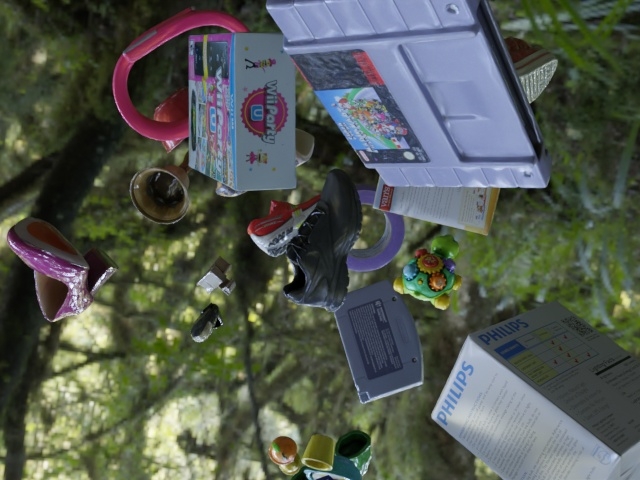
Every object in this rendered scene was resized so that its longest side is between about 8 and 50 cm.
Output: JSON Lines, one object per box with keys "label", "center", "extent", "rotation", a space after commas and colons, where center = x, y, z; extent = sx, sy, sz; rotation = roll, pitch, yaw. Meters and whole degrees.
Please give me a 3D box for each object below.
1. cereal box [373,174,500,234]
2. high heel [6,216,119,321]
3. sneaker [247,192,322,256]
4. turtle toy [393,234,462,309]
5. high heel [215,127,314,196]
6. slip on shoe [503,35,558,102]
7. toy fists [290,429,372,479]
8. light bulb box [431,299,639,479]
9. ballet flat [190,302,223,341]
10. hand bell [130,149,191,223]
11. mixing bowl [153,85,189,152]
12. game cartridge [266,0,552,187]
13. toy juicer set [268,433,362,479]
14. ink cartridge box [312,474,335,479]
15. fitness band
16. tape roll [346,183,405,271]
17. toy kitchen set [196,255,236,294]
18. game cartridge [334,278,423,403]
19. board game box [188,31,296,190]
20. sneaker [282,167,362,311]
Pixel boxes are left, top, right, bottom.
{"label": "cereal box", "center": [0.239, -0.122, 1.825], "extent": [0.240, 0.173, 0.047], "rotation": [15, -169, 11]}
{"label": "high heel", "center": [-0.512, 0.076, 1.694], "extent": [0.127, 0.181, 0.377], "rotation": [46, 180, 19]}
{"label": "sneaker", "center": [-0.070, -0.071, 2.319], "extent": [0.118, 0.107, 0.279], "rotation": [39, -132, 22]}
{"label": "turtle toy", "center": [0.177, 0.044, 1.439], "extent": [0.095, 0.066, 0.130], "rotation": [21, -132, 21]}
{"label": "high heel", "center": [-0.132, -0.184, 2.152], "extent": [0.186, 0.093, 0.261], "rotation": [-26, -174, 36]}
{"label": "slip on shoe", "center": [0.228, -0.231, 1.321], "extent": [0.101, 0.123, 0.331], "rotation": [38, -141, 21]}
{"label": "toy fists", "center": [0.021, 0.598, 2.319], "extent": [0.096, 0.142, 0.279], "rotation": [32, -132, 34]}
{"label": "light bulb box", "center": [0.489, 0.339, 1.850], "extent": [0.358, 0.225, 0.361], "rotation": [-13, -138, -46]}
{"label": "ballet flat", "center": [-0.201, 0.153, 1.672], "extent": [0.049, 0.057, 0.173], "rotation": [48, -173, -7]}
{"label": "hand bell", "center": [-0.291, -0.147, 1.909], "extent": [0.126, 0.126, 0.242], "rotation": [13, -148, 9]}
{"label": "mixing bowl", "center": [-0.335, -0.306, 2.203], "extent": [0.098, 0.181, 0.181], "rotation": [48, -177, -12]}
{"label": "game cartridge", "center": [0.110, -0.169, 1.040], "extent": [0.230, 0.068, 0.355], "rotation": [-2, 149, 28]}
{"label": "toy juicer set", "center": [0.006, 0.540, 2.076], "extent": [0.209, 0.089, 0.329], "rotation": [-6, 144, 34]}
{"label": "ink cartridge box", "center": [0.026, 0.671, 1.856], "extent": [0.151, 0.270, 0.395], "rotation": [-8, -158, -32]}
{"label": "fitness band", "center": [-0.251, -0.311, 1.715], "extent": [0.291, 0.209, 0.054], "rotation": [-29, -150, 4]}
{"label": "tape roll", "center": [0.093, -0.030, 2.073], "extent": [0.189, 0.189, 0.080], "rotation": [10, -168, -5]}
{"label": "toy kitchen set", "center": [-0.197, 0.073, 1.901], "extent": [0.068, 0.075, 0.083], "rotation": [41, -129, -8]}
{"label": "game cartridge", "center": [0.157, 0.258, 2.386], "extent": [0.196, 0.294, 0.060], "rotation": [-20, 157, 10]}
{"label": "board game box", "center": [-0.127, -0.208, 1.404], "extent": [0.097, 0.224, 0.303], "rotation": [-4, -168, -21]}
{"label": "sneaker", "center": [0.000, 0.000, 1.779], "extent": [0.130, 0.286, 0.109], "rotation": [5, -171, -23]}
